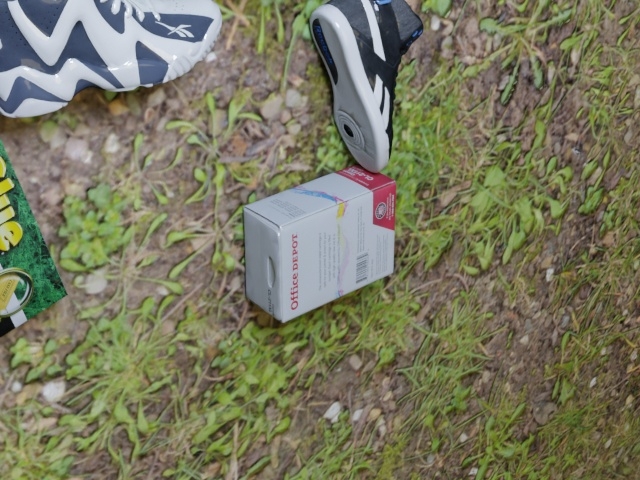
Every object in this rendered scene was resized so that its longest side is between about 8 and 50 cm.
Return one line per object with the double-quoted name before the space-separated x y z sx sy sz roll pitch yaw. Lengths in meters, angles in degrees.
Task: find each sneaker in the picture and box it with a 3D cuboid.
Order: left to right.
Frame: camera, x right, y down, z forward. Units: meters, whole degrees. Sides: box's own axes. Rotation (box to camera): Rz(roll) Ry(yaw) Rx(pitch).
"sneaker" -0.191 -0.213 0.965 0.235 0.094 0.153 -19 134 -23
"sneaker" 0.073 -0.187 1.243 0.121 0.079 0.217 -36 132 -22

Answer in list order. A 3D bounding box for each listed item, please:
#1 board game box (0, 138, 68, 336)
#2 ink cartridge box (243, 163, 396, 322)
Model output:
"board game box" -0.329 -0.016 0.996 0.136 0.030 0.260 -37 133 -26
"ink cartridge box" 0.000 0.000 1.284 0.175 0.072 0.127 -22 126 -34
